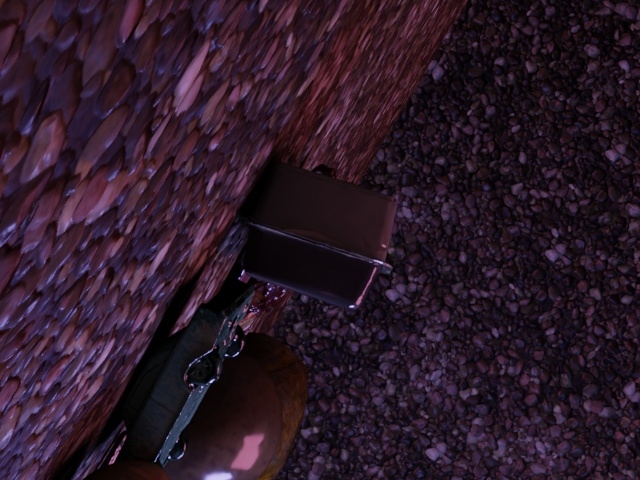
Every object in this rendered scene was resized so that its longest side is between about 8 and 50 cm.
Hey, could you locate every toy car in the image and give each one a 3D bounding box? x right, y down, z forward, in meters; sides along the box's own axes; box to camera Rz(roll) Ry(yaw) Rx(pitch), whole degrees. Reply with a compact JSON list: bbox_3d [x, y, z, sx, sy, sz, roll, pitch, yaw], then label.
[{"bbox_3d":[-0.191,0.196,1.362,0.321,0.097,0.141,-60,176,18],"label":"toy car"}]

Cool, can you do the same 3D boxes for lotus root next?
[{"bbox_3d":[-0.161,0.369,2.129,0.250,0.250,0.346,-62,-179,37],"label":"lotus root"}]

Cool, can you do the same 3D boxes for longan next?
[{"bbox_3d":[-0.170,0.288,1.654,0.246,0.215,0.246,-8,90,-74],"label":"longan"}]

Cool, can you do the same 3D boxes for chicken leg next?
[{"bbox_3d":[-0.061,0.014,1.785,0.322,0.083,0.177,-51,-160,45],"label":"chicken leg"}]

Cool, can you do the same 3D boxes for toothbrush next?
[{"bbox_3d":[-0.347,0.398,1.453,0.297,0.030,0.030,-60,168,-12],"label":"toothbrush"}]

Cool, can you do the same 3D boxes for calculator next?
[{"bbox_3d":[-0.124,0.047,1.681,0.166,0.024,0.103,-60,177,39],"label":"calculator"}]

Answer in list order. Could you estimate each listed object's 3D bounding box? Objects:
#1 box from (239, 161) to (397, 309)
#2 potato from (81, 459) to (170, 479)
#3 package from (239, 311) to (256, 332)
[{"bbox_3d":[0.000,0.000,1.486,0.290,0.220,0.166,59,50,-85],"label":"box"},{"bbox_3d":[-0.291,0.388,1.234,0.296,0.141,0.191,-54,179,-9],"label":"potato"},{"bbox_3d":[-0.168,0.175,1.860,0.108,0.031,0.121,-32,171,-17],"label":"package"}]
